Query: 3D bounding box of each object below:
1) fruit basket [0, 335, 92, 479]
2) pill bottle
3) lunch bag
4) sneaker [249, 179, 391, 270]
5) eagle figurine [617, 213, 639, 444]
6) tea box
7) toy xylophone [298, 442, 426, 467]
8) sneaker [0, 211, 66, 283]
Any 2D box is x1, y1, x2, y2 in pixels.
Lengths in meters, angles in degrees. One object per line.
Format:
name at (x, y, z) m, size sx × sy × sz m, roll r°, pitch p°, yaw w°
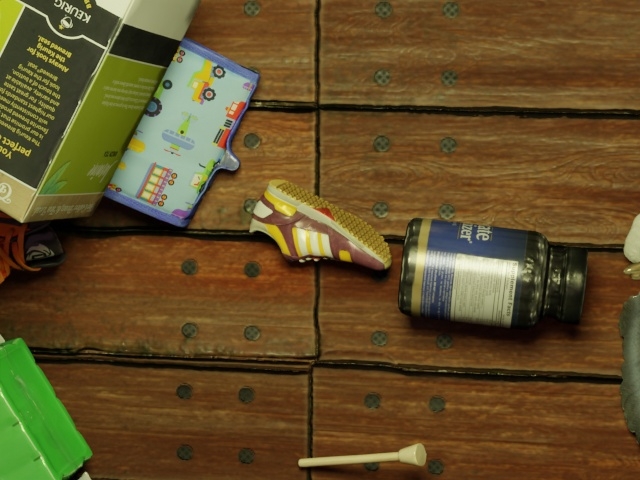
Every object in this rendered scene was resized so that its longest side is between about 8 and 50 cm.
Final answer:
fruit basket at (-0.490, 0.288, 1.860) m, size 0.353 × 0.165 × 0.327 m, roll -31°, pitch 92°, yaw 27°
pill bottle at (0.209, 0.044, 1.708) m, size 0.219 × 0.123 × 0.123 m, roll 6°, pitch 99°, yaw 7°
lunch bag at (-0.230, -0.162, 1.755) m, size 0.293 × 0.138 × 0.221 m, roll 26°, pitch 99°, yaw -5°
sneaker at (0.000, 0.000, 1.768) m, size 0.185 × 0.069 × 0.084 m, roll 32°, pitch 111°, yaw 9°
eagle figurine at (0.459, 0.116, 1.672) m, size 0.226 × 0.225 × 0.298 m, roll 13°, pitch 140°, yaw 46°
tea box at (-0.357, -0.235, 1.564) m, size 0.329 × 0.220 × 0.323 m, roll 30°, pitch 97°, yaw 8°
toy xylophone at (0.056, 0.385, 1.772) m, size 0.322 × 0.081 × 0.236 m, roll -17°, pitch 93°, yaw 30°
sneaker at (-0.412, 0.031, 1.729) m, size 0.180 × 0.321 × 0.125 m, roll -1°, pitch 140°, yaw 1°
